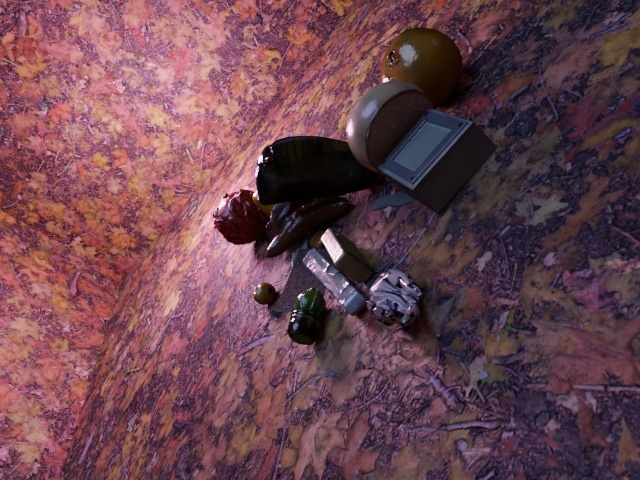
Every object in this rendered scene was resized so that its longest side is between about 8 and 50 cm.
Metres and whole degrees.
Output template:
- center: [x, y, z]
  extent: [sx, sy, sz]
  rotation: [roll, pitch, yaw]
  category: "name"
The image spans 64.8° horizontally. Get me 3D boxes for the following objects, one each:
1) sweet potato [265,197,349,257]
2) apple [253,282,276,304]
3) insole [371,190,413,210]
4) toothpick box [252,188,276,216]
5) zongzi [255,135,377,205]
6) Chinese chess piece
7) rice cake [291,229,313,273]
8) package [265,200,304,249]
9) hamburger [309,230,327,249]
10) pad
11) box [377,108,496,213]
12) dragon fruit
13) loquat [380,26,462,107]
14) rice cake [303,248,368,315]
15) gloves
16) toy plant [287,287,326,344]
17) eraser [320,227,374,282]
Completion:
- center: [-0.058, -0.064, 1.719]
  extent: [0.342, 0.092, 0.114]
  rotation: [-32, 49, 11]
  category: "sweet potato"
- center: [-0.195, 0.183, 1.746]
  extent: [0.084, 0.071, 0.083]
  rotation: [-39, 30, 28]
  category: "apple"
- center: [0.218, -0.121, 1.503]
  extent: [0.189, 0.004, 0.064]
  rotation: [-12, 48, 54]
  category: "insole"
- center: [-0.127, -0.221, 2.002]
  extent: [0.271, 0.175, 0.175]
  rotation: [-54, 26, -13]
  category: "toothpick box"
- center: [-0.011, -0.282, 1.751]
  extent: [0.404, 0.207, 0.432]
  rotation: [-5, 25, 2]
  category: "zongzi"
- center: [0.208, -0.325, 1.463]
  extent: [0.270, 0.270, 0.112]
  rotation: [-51, 43, 8]
  category: "Chinese chess piece"
- center: [-0.060, 0.038, 1.727]
  extent: [0.085, 0.040, 0.226]
  rotation: [-34, 32, 23]
  category: "rice cake"
- center: [-0.119, -0.089, 1.852]
  extent: [0.250, 0.062, 0.203]
  rotation: [-55, -13, -24]
  category: "package"
- center: [0.000, 0.000, 1.674]
  extent: [0.083, 0.044, 0.076]
  rotation: [4, 63, 57]
  category: "hamburger"
- center: [-0.043, 0.124, 1.583]
  extent: [0.158, 0.003, 0.234]
  rotation: [-1, 56, 35]
  category: "pad"
- center: [0.301, -0.223, 1.352]
  extent: [0.225, 0.117, 0.225]
  rotation: [-50, 27, 6]
  category: "box"
- center: [-0.326, -0.101, 2.133]
  extent: [0.252, 0.241, 0.241]
  rotation: [-62, 25, 10]
  category: "dragon fruit"
- center: [0.314, -0.527, 1.577]
  extent: [0.263, 0.263, 0.262]
  rotation: [-39, 30, 28]
  category: "loquat"
- center: [0.038, 0.116, 1.439]
  extent: [0.066, 0.063, 0.336]
  rotation: [-49, 32, 0]
  category: "rice cake"
- center: [0.174, 0.144, 1.153]
  extent: [0.128, 0.111, 0.212]
  rotation: [-24, 29, 5]
  category: "gloves"
- center: [-0.035, 0.209, 1.429]
  extent: [0.093, 0.093, 0.162]
  rotation: [-28, 36, 42]
  category: "toy plant"
- center: [0.073, 0.041, 1.422]
  extent: [0.058, 0.117, 0.172]
  rotation: [-49, 27, 11]
  category: "eraser"
